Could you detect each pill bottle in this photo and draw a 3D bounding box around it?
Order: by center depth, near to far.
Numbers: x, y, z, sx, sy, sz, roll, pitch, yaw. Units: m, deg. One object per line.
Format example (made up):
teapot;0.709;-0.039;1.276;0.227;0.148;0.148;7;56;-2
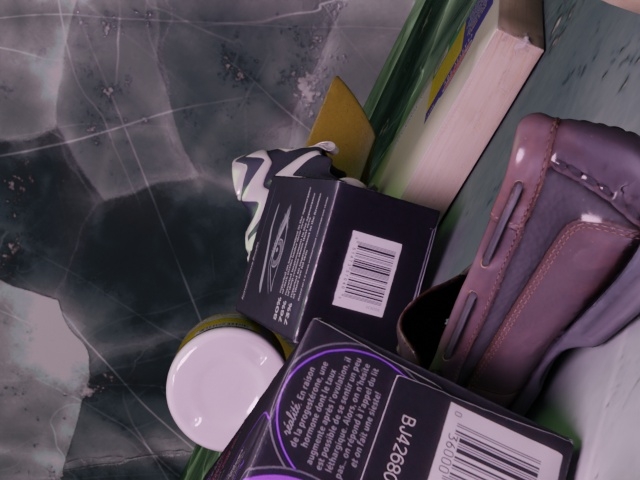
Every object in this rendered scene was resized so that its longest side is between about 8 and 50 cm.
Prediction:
pill bottle;-0.092;0.136;1.091;0.208;0.119;0.119;-153;89;-86

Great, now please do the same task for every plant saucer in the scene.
plant saucer;0.000;0.000;1.476;0.333;0.081;0.332;98;-171;-47

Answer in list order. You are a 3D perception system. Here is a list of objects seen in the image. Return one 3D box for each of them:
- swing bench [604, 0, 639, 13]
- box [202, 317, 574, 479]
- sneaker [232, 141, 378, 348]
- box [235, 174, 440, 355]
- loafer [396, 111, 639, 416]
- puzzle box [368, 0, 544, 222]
swing bench;0.216;-0.322;0.636;0.253;0.165;0.254;124;169;-59
box;-0.004;0.185;0.563;0.165;0.143;0.270;-66;4;-32
sneaker;-0.001;-0.006;1.197;0.094;0.153;0.235;44;-150;-64
box;0.010;0.023;1.037;0.207;0.108;0.153;-163;89;-70
loafer;0.089;0.037;0.588;0.302;0.095;0.109;121;173;-50
puzzle box;0.121;-0.099;1.176;0.409;0.052;0.272;-62;6;33
